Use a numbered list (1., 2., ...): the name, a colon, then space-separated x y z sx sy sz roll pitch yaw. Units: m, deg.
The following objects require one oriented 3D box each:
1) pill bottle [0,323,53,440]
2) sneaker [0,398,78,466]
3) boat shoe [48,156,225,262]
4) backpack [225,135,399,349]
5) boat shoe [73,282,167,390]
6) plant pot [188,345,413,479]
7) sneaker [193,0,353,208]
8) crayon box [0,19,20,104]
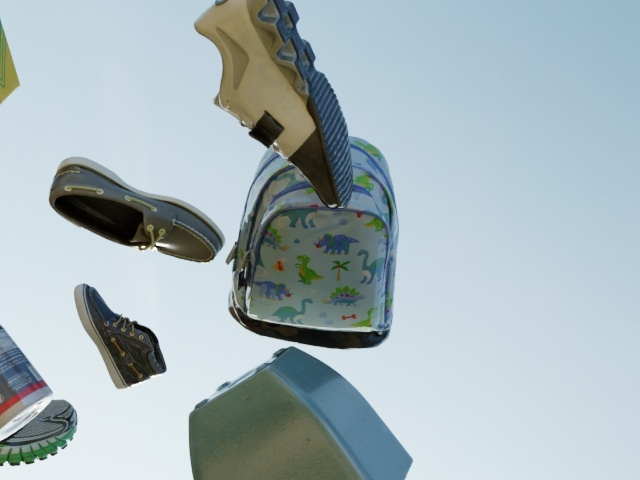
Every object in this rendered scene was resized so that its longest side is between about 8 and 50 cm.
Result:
1. pill bottle: -0.445 0.166 1.505 0.180 0.108 0.108 50 -40 7
2. sneaker: -0.509 0.256 1.697 0.134 0.343 0.146 5 -91 46
3. boat shoe: -0.303 -0.031 1.894 0.305 0.091 0.109 26 -51 -15
4. backpack: 0.000 0.000 1.811 0.290 0.273 0.355 10 -68 -1
5. boat shoe: -0.305 0.137 1.761 0.083 0.065 0.183 -21 -74 11
6. plant pot: -0.049 0.299 1.642 0.248 0.247 0.252 -32 -91 14
7. sneaker: -0.062 -0.183 1.560 0.146 0.122 0.330 -18 -72 20
8. crayon box: -0.768 -0.415 2.121 0.363 0.106 0.313 12 -47 19
